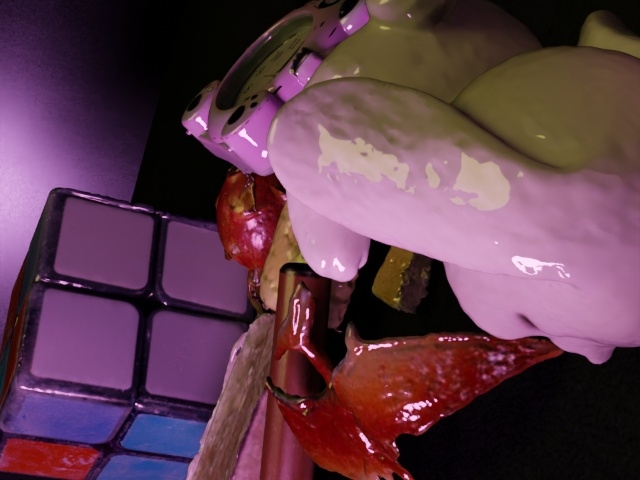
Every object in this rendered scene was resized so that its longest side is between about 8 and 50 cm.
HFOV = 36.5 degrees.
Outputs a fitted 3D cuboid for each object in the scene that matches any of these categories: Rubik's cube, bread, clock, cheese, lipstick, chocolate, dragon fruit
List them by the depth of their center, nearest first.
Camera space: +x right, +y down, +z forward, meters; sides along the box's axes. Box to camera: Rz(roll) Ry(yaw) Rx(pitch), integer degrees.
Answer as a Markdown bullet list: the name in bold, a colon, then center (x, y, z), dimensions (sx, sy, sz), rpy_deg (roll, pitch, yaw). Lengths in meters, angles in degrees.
- **bread**: center (0.081, 0.023, 0.894), dimensions (0.083, 0.035, 0.070), rpy_deg (-70, 20, -1)
- **lipstick**: center (-0.030, 0.200, 0.968), dimensions (0.057, 0.057, 0.356), rpy_deg (-170, 85, -71)
- **cheese**: center (0.000, 0.000, 1.040), dimensions (0.123, 0.094, 0.167), rpy_deg (-129, 55, -68)
- **chocolate**: center (-0.074, 0.231, 1.076), dimensions (0.185, 0.100, 0.303), rpy_deg (178, 110, -76)
- **clock**: center (-0.038, -0.194, 1.160), dimensions (0.248, 0.090, 0.227), rpy_deg (-49, 27, -7)
- **dragon fruit**: center (-0.071, 0.002, 1.236), dimensions (0.125, 0.125, 0.246), rpy_deg (15, 108, 47)
- **Rubik's cube**: center (-0.286, 0.155, 1.399), dimensions (0.318, 0.316, 0.313), rpy_deg (127, 149, -50)

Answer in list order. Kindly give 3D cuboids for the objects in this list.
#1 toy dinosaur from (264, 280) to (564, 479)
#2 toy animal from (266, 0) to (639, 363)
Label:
- **toy dinosaur**: center (0.049, 0.133, 0.806), dimensions (0.206, 0.113, 0.327), rpy_deg (44, 150, 26)
- **toy animal**: center (0.120, -0.044, 0.565), dimensions (0.265, 0.272, 0.206), rpy_deg (-133, 33, -53)
